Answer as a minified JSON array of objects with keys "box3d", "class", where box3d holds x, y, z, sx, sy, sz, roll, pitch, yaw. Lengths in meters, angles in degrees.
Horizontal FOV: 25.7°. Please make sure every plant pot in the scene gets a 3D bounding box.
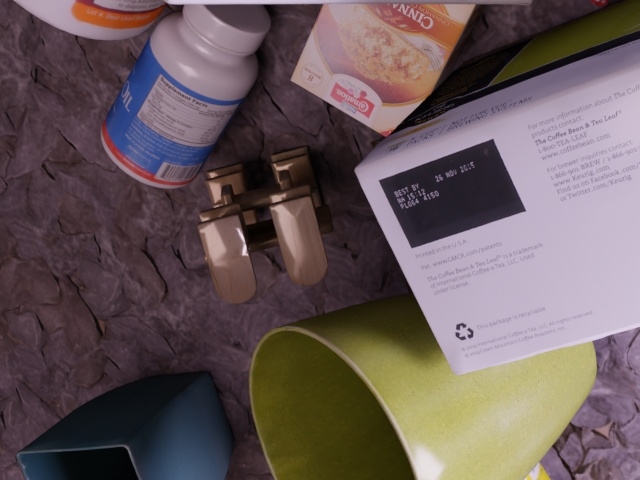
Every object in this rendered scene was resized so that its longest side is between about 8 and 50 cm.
[{"box3d":[-0.214,0.263,1.714,0.166,0.234,0.165,-8,110,29],"class":"plant pot"},{"box3d":[0.126,0.160,1.403,0.275,0.294,0.274,35,137,41],"class":"plant pot"}]

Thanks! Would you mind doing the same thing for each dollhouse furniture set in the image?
[{"box3d":[0.000,0.000,1.503,0.242,0.212,0.161,-14,108,2],"class":"dollhouse furniture set"}]

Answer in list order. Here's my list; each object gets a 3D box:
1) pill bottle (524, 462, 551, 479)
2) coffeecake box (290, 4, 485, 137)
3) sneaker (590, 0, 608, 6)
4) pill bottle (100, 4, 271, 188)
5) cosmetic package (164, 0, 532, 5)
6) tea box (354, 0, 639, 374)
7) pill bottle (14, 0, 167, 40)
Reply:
[{"box3d":[0.212,0.367,1.590,0.188,0.188,0.334,-28,99,33],"class":"pill bottle"},{"box3d":[0.072,-0.214,1.444,0.142,0.068,0.185,31,124,8],"class":"coffeecake box"},{"box3d":[0.296,-0.256,1.333,0.119,0.042,0.067,5,145,0],"class":"sneaker"},{"box3d":[-0.143,-0.173,1.534,0.124,0.124,0.221,38,123,4],"class":"pill bottle"},{"box3d":[0.027,-0.329,1.219,0.156,0.385,0.217,48,133,44],"class":"cosmetic package"},{"box3d":[0.262,-0.076,1.266,0.329,0.323,0.220,-18,106,32],"class":"tea box"},{"box3d":[-0.167,-0.406,1.371,0.224,0.224,0.392,42,124,1],"class":"pill bottle"}]
